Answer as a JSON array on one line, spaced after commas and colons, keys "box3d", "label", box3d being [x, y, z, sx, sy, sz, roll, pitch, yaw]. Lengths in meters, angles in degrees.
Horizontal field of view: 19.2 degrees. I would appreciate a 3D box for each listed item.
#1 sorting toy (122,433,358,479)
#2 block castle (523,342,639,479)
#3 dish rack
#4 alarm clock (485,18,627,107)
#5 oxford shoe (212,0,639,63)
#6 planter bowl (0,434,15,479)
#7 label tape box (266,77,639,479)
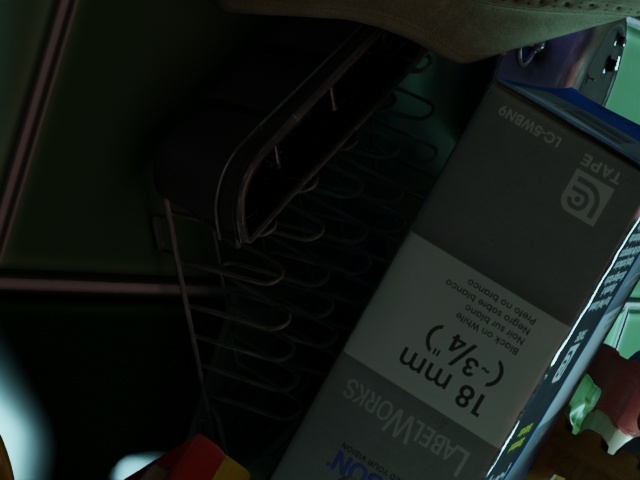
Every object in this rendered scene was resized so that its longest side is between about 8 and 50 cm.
[{"box3d": [-0.117, 0.217, 0.829, 0.257, 0.089, 0.255, -35, -161, 56], "label": "sorting toy"}, {"box3d": [0.261, 0.132, 1.348, 0.213, 0.303, 0.453, -59, 152, -6], "label": "block castle"}, {"box3d": [0.000, 0.000, 1.023, 0.208, 0.074, 0.271, -47, 146, -35], "label": "dish rack"}, {"box3d": [0.148, -0.107, 1.207, 0.129, 0.064, 0.192, -66, 160, -4], "label": "alarm clock"}, {"box3d": [0.111, -0.150, 0.911, 0.123, 0.348, 0.130, -92, -168, -48], "label": "oxford shoe"}, {"box3d": [-0.217, 0.136, 0.701, 0.217, 0.090, 0.217, -41, 143, -42], "label": "planter bowl"}, {"box3d": [0.077, 0.080, 1.051, 0.334, 0.106, 0.240, -61, 167, 12], "label": "label tape box"}]
